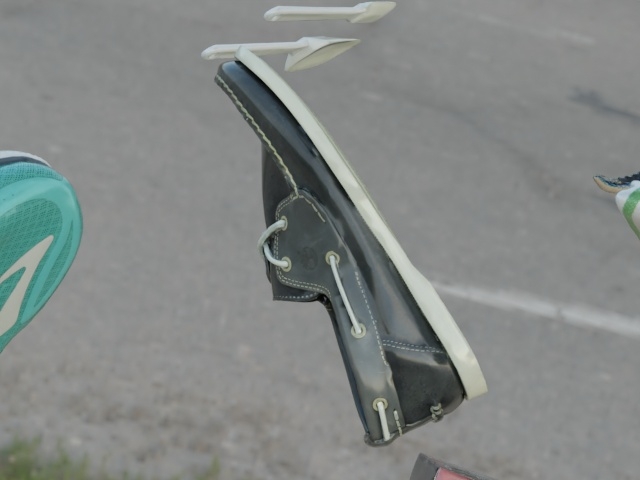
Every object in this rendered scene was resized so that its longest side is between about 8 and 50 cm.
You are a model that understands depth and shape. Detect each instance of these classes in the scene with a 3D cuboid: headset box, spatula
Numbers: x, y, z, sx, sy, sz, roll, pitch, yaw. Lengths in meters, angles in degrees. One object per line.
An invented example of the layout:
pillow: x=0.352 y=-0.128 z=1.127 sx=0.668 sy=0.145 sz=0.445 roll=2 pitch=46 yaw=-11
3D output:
headset box: x=0.083 y=0.141 z=0.931 sx=0.083 sy=0.032 sz=0.062 roll=19 pitch=-2 yaw=-7
spatula: x=0.008 y=-0.187 z=1.477 sx=0.242 sy=0.168 sz=0.019 roll=-18 pitch=80 yaw=-61

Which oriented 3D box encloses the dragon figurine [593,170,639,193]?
dragon figurine: x=0.359 y=-0.114 z=1.497 sx=0.289 sy=0.144 sz=0.085 roll=-7 pitch=-5 yaw=-3

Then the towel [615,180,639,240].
towel: x=0.372 y=0.086 z=1.366 sx=0.325 sy=0.038 sz=0.248 roll=43 pitch=1 yaw=24

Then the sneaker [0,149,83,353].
sneaker: x=-0.196 y=0.061 z=0.792 sx=0.110 sy=0.107 sz=0.275 roll=6 pitch=41 yaw=41

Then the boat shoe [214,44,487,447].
boat shoe: x=0.000 y=0.000 z=0.950 sx=0.233 sy=0.079 sz=0.084 roll=59 pitch=1 yaw=7
